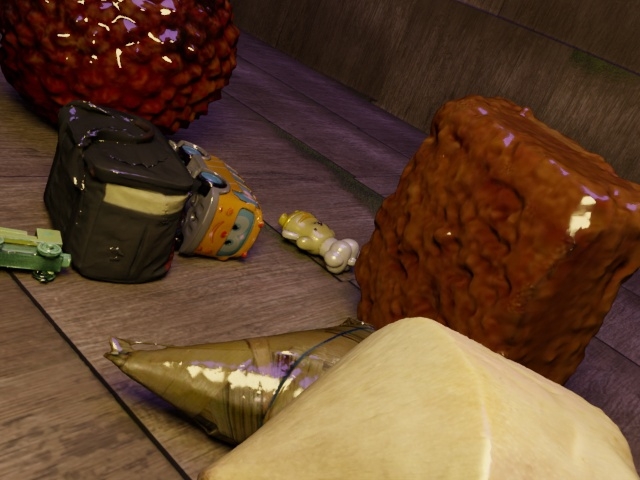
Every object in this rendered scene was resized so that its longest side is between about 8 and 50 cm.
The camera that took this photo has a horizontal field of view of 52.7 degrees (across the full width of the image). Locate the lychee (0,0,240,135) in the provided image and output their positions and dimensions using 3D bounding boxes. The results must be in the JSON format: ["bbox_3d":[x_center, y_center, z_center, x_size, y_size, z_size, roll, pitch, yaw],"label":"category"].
[{"bbox_3d":[-0.397,-0.395,1.187,0.499,0.425,0.425,17,23,-13],"label":"lychee"}]

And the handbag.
[{"bbox_3d":[-0.275,-0.077,0.896,0.181,0.182,0.254,6,29,-36],"label":"handbag"}]

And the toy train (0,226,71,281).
[{"bbox_3d":[-0.367,0.011,0.784,0.122,0.050,0.081,10,22,-30],"label":"toy train"}]

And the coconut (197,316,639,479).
[{"bbox_3d":[0.063,0.212,0.454,0.328,0.329,0.329,20,22,-9],"label":"coconut"}]

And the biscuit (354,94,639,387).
[{"bbox_3d":[0.201,0.032,0.839,0.166,0.395,0.343,6,29,-31],"label":"biscuit"}]

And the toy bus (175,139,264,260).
[{"bbox_3d":[-0.176,-0.058,1.032,0.136,0.126,0.209,18,21,-36],"label":"toy bus"}]

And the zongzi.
[{"bbox_3d":[-0.053,0.136,0.726,0.289,0.123,0.260,22,17,7],"label":"zongzi"}]

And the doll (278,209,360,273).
[{"bbox_3d":[0.000,0.000,1.151,0.162,0.062,0.106,35,29,24],"label":"doll"}]
